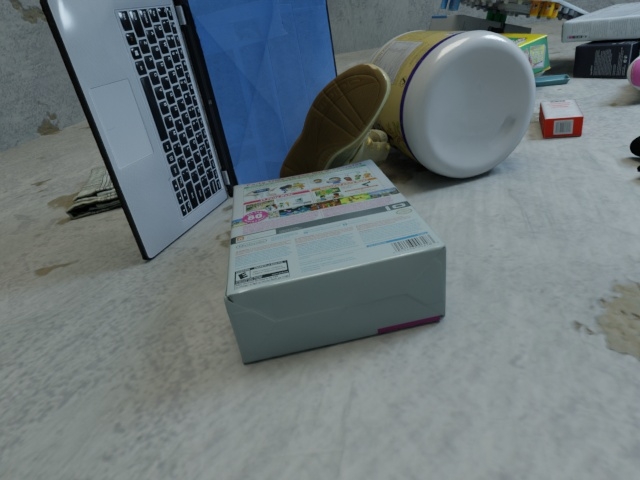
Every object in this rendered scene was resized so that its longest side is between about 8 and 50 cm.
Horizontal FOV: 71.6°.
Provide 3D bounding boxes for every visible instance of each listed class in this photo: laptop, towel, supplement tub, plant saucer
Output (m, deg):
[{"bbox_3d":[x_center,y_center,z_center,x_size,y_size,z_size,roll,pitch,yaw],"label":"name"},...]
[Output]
[{"bbox_3d":[-0.144,-0.228,0.746,0.236,0.382,0.408,1,29,22],"label":"laptop"},{"bbox_3d":[-0.439,-0.168,1.098,0.312,0.056,0.324,-16,28,-10],"label":"towel"},{"bbox_3d":[0.218,-0.279,0.869,0.240,0.241,0.331,-15,27,-8],"label":"supplement tub"},{"bbox_3d":[0.638,-0.475,1.335,0.191,0.018,0.067,1,29,20],"label":"plant saucer"}]

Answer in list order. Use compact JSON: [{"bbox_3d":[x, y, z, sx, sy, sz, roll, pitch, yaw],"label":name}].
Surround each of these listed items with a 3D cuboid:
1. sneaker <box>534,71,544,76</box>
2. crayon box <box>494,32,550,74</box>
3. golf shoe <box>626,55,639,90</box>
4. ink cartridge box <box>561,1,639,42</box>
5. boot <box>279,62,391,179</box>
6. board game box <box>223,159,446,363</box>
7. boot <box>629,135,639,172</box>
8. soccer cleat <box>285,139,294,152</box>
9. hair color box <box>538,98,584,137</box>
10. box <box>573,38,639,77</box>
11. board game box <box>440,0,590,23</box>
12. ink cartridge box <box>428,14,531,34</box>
[{"bbox_3d":[0.678,-0.584,1.463,0.094,0.090,0.235,-5,28,-9],"label":"sneaker"},{"bbox_3d":[0.436,-0.520,1.357,0.362,0.106,0.313,-23,30,-4],"label":"crayon box"},{"bbox_3d":[0.812,-0.407,1.065,0.306,0.115,0.140,-16,16,-24],"label":"golf shoe"},{"bbox_3d":[0.948,-0.645,1.290,0.324,0.072,0.330,-26,32,-26],"label":"ink cartridge box"},{"bbox_3d":[0.063,-0.183,0.756,0.203,0.262,0.095,-23,68,-47],"label":"boot"},{"bbox_3d":[0.000,0.000,0.575,0.223,0.098,0.303,-11,29,-3],"label":"board game box"},{"bbox_3d":[0.527,-0.127,0.689,0.099,0.045,0.121,-31,31,-23],"label":"boot"},{"bbox_3d":[-0.099,-0.236,1.064,0.116,0.109,0.318,-31,20,12],"label":"soccer cleat"},{"bbox_3d":[0.509,-0.261,0.945,0.071,0.043,0.141,1,31,22],"label":"hair color box"},{"bbox_3d":[0.859,-0.537,1.293,0.155,0.093,0.158,-24,29,-25],"label":"box"},{"bbox_3d":[0.660,-0.764,1.488,0.389,0.050,0.389,-14,33,-42],"label":"board game box"},{"bbox_3d":[0.596,-0.768,1.695,0.307,0.129,0.223,1,24,-18],"label":"ink cartridge box"}]
